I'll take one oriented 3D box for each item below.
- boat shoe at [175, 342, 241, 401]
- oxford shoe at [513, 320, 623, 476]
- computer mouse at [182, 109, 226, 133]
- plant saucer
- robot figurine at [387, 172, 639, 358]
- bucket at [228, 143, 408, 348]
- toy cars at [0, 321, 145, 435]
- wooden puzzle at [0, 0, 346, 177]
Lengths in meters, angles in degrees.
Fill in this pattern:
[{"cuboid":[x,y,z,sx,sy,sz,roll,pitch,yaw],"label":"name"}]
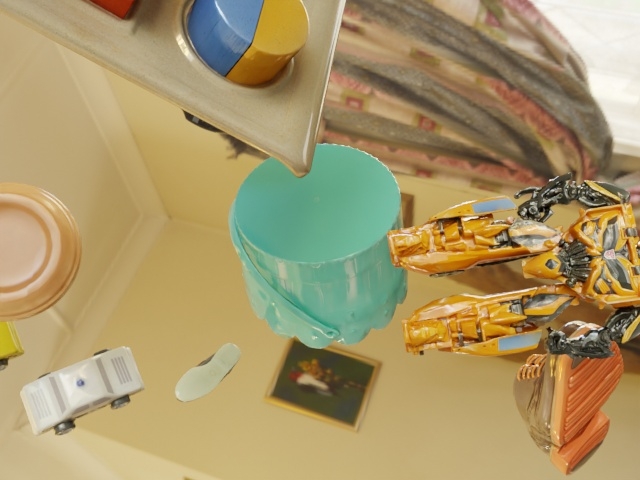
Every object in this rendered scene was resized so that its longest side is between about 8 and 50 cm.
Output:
[{"cuboid":[-0.181,0.217,1.124,0.133,0.049,0.042,-39,-10,-42],"label":"boat shoe"},{"cuboid":[0.324,0.210,0.984,0.130,0.133,0.364,-37,-38,-16],"label":"oxford shoe"},{"cuboid":[-0.192,-0.214,0.935,0.071,0.242,0.041,-60,-7,16],"label":"computer mouse"},{"cuboid":[-0.439,0.012,0.985,0.037,0.200,0.200,130,159,-74],"label":"plant saucer"},{"cuboid":[0.229,0.037,0.786,0.085,0.291,0.211,36,-136,-76],"label":"robot figurine"},{"cuboid":[0.000,0.000,1.062,0.183,0.281,0.281,83,-154,-48],"label":"bucket"},{"cuboid":[-0.484,0.206,1.131,0.087,0.393,0.176,117,169,-64],"label":"toy cars"},{"cuboid":[-0.105,-0.263,0.594,0.080,0.348,0.322,-29,41,46],"label":"wooden puzzle"}]
